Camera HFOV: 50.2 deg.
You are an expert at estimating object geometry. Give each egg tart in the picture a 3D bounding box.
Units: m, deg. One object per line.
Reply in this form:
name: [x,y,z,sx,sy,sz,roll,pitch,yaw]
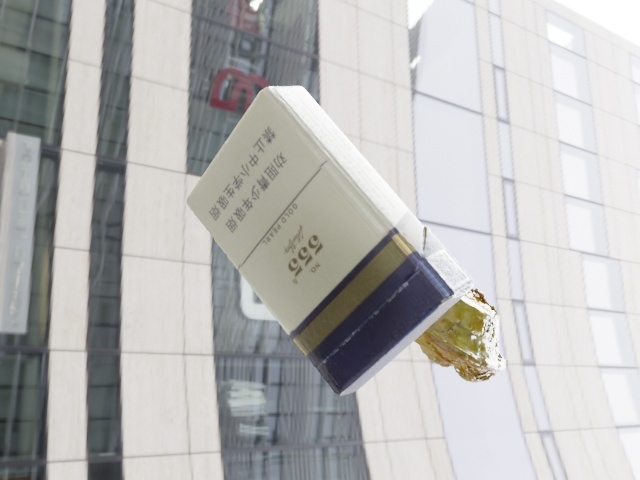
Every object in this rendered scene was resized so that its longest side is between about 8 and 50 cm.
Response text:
egg tart: [0.170,0.097,0.925,0.090,0.213,0.212,-53,-138,13]

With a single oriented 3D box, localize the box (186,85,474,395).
box: [0.000,0.000,0.651,0.259,0.071,0.168,50,-57,12]
